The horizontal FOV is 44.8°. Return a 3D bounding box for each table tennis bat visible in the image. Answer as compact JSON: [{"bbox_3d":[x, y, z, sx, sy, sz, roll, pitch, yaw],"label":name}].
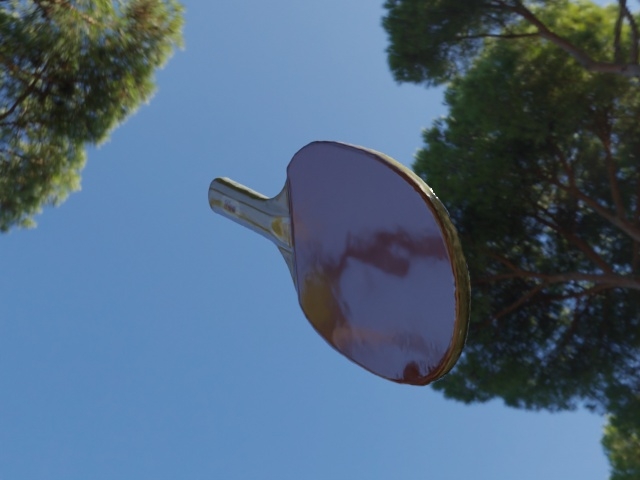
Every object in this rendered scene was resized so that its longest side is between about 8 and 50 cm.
[{"bbox_3d":[0.000,0.000,0.479,0.022,0.246,0.138,-17,-63,-33],"label":"table tennis bat"}]
